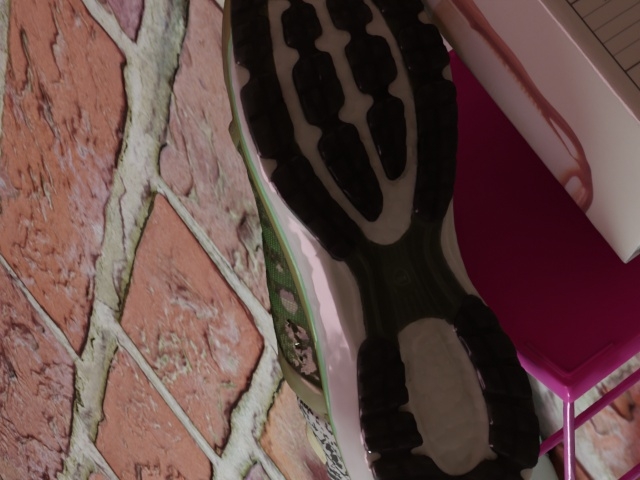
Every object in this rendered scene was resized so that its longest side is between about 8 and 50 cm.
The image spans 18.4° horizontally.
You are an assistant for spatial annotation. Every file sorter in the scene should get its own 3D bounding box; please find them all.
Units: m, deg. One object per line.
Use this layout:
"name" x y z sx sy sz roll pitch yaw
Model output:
"file sorter" 0.151 0.025 1.422 0.290 0.202 0.182 40 153 35

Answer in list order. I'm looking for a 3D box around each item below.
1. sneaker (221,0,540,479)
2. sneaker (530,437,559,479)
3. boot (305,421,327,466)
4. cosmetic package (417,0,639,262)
"sneaker" 0.000 0.000 1.286 0.182 0.158 0.410 -15 88 60
"sneaker" 0.147 0.152 1.692 0.256 0.094 0.151 60 162 2
"boot" 0.083 0.189 1.877 0.262 0.095 0.203 46 152 31
"cosmetic package" 0.170 -0.156 1.232 0.296 0.153 0.129 54 157 13
